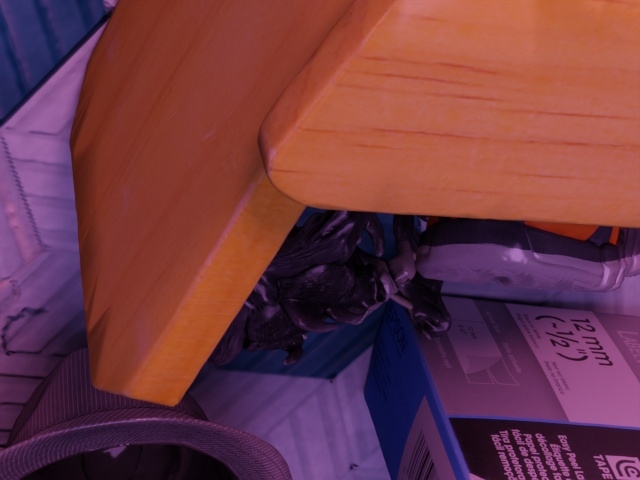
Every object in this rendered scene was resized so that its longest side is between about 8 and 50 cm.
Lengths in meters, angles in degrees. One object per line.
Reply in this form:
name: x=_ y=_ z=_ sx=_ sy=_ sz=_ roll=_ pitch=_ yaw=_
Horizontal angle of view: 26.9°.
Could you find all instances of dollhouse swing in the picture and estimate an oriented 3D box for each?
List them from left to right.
dollhouse swing: x=0.046 y=-0.094 z=0.719 sx=0.315 sy=0.347 sz=0.305 roll=3 pitch=130 yaw=-18

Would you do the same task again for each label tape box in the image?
label tape box: x=0.227 y=0.157 z=0.967 sx=0.347 sy=0.249 sz=0.115 roll=5 pitch=119 yaw=-13

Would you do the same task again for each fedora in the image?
fedora: x=-0.146 y=0.168 z=0.954 sx=0.243 sy=0.124 sz=0.275 roll=-11 pitch=135 yaw=-6

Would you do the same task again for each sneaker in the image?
sneaker: x=0.147 y=-0.064 z=0.836 sx=0.124 sy=0.321 sz=0.180 roll=4 pitch=95 yaw=24

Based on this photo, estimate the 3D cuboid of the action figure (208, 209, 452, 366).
action figure: x=0.000 y=0.000 z=0.862 sx=0.275 sy=0.141 sz=0.164 roll=0 pitch=137 yaw=-51
